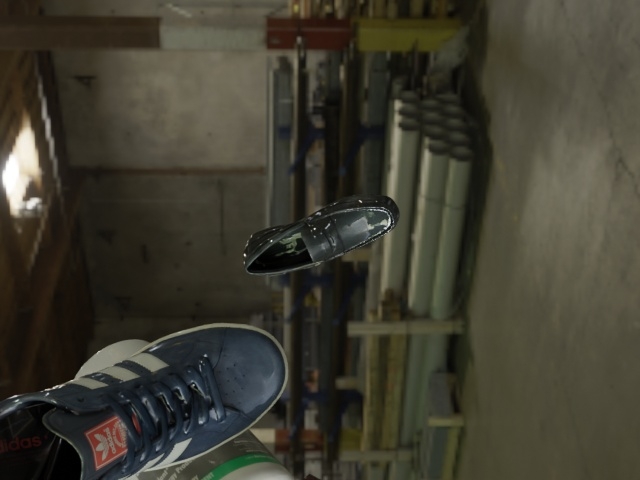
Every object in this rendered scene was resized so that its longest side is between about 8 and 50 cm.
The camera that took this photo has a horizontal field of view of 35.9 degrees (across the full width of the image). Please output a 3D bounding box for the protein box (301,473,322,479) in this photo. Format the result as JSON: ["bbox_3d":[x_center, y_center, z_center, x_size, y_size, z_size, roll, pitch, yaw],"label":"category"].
[{"bbox_3d":[-0.010,0.387,0.991,0.199,0.201,0.136,60,157,-15],"label":"protein box"}]

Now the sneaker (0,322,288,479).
[{"bbox_3d":[-0.187,0.177,0.934,0.148,0.350,0.131,171,79,-76],"label":"sneaker"}]

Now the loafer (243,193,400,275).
[{"bbox_3d":[0.000,0.000,1.320,0.078,0.223,0.076,-74,-38,-60],"label":"loafer"}]

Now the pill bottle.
[{"bbox_3d":[-0.213,0.311,1.445,0.361,0.204,0.204,37,137,40],"label":"pill bottle"}]
